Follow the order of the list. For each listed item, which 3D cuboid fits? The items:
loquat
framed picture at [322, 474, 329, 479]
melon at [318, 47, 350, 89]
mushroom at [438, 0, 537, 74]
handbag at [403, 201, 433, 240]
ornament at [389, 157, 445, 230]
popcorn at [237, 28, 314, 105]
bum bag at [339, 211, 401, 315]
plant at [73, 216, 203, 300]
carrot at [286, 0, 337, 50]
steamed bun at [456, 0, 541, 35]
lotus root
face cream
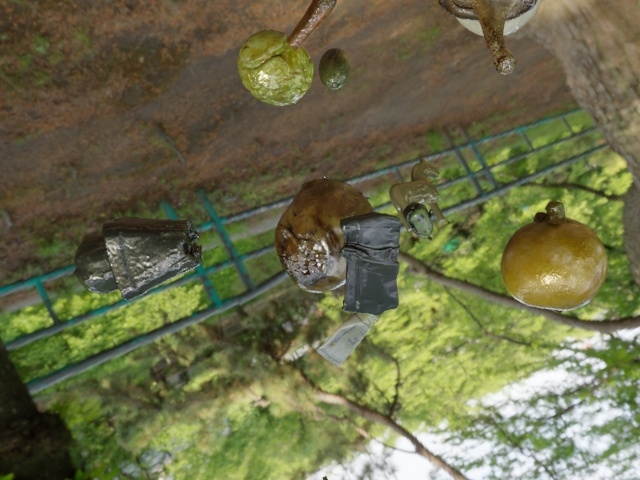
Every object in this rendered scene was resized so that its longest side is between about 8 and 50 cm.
[{"bbox_3d":[0.737,0.050,2.139,0.328,0.360,0.328,-2,-165,1],"label":"loquat"},{"bbox_3d":[0.079,0.809,1.852,0.019,0.281,0.209,-23,129,-5],"label":"framed picture"},{"bbox_3d":[0.043,-0.528,2.086,0.099,0.099,0.162,-36,-148,37],"label":"melon"},{"bbox_3d":[0.355,-0.451,1.410,0.227,0.218,0.148,3,164,-12],"label":"mushroom"},{"bbox_3d":[0.254,-0.049,1.704,0.072,0.111,0.047,-35,-151,-3],"label":"handbag"},{"bbox_3d":[0.333,-0.165,2.276,0.230,0.245,0.061,-13,157,-28],"label":"ornament"},{"bbox_3d":[-0.130,-0.490,1.932,0.204,0.221,0.183,-54,-169,-26],"label":"popcorn"},{"bbox_3d":[0.098,0.050,1.342,0.123,0.060,0.248,-4,131,-3],"label":"bum bag"},{"bbox_3d":[-0.374,0.031,1.384,0.256,0.164,0.142,-11,-170,4],"label":"plant"},{"bbox_3d":[-0.021,-0.534,1.637,0.161,0.055,0.055,-52,167,10],"label":"carrot"},{"bbox_3d":[0.492,-0.714,1.862,0.177,0.283,0.283,-40,177,-29],"label":"steamed bun"},{"bbox_3d":[0.000,0.000,1.655,0.272,0.272,0.192,-35,-169,33],"label":"lotus root"},{"bbox_3d":[0.098,0.321,2.281,0.224,0.114,0.070,-49,-152,1],"label":"face cream"}]
